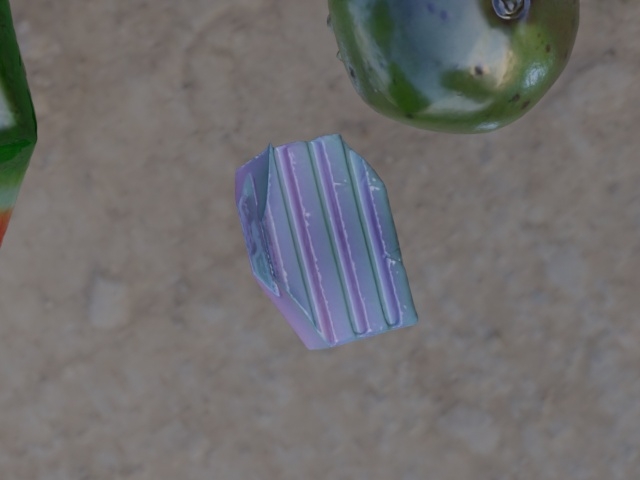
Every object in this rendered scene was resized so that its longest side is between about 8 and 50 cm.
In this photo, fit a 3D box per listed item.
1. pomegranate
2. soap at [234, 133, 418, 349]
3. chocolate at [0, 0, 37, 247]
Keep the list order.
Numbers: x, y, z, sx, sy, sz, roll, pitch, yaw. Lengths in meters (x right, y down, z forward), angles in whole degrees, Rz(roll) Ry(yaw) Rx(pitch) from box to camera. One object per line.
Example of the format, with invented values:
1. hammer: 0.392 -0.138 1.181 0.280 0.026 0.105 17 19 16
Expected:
1. pomegranate: 0.081 -0.166 1.446 0.225 0.187 0.187 6 119 59
2. soap: 0.000 0.000 1.381 0.056 0.100 0.149 -11 94 64
3. chocolate: -0.368 -0.010 1.262 0.161 0.360 0.341 60 149 21
